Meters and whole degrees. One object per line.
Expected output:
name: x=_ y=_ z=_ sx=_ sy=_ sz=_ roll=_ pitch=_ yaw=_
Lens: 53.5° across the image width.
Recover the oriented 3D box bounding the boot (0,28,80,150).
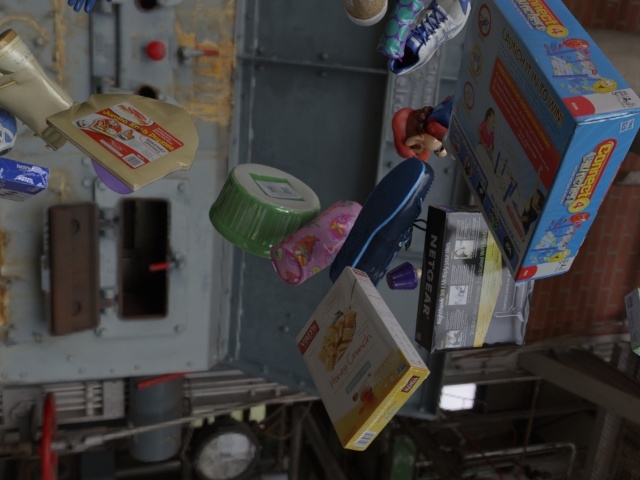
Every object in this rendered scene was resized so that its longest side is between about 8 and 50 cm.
boot: x=-0.542 y=-0.242 z=1.137 sx=0.262 sy=0.203 sz=0.095 roll=-15 pitch=-140 yaw=38

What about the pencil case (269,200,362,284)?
pencil case: x=0.000 y=0.000 z=1.621 sx=0.124 sy=0.284 sz=0.124 roll=26 pitch=-45 yaw=29

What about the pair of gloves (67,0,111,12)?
pair of gloves: x=-0.421 y=-0.483 z=1.100 sx=0.159 sy=0.198 sz=0.023 roll=-44 pitch=-113 yaw=16

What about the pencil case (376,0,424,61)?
pencil case: x=0.193 y=-0.514 z=1.526 sx=0.064 sy=0.070 sz=0.152 roll=-57 pitch=170 yaw=-71

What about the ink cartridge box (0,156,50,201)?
ink cartridge box: x=-0.654 y=-0.126 z=1.348 sx=0.207 sy=0.097 sz=0.046 roll=-9 pitch=-107 yaw=52

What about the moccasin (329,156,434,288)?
moccasin: x=0.145 y=-0.025 z=1.392 sx=0.342 sy=0.116 sz=0.138 roll=-55 pitch=-150 yaw=21

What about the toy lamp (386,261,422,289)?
toy lamp: x=0.309 y=0.075 z=1.709 sx=0.080 sy=0.274 sz=0.080 roll=164 pitch=-90 yaw=-77

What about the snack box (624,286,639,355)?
snack box: x=0.611 y=0.166 z=1.161 sx=0.037 sy=0.100 sz=0.141 roll=-51 pitch=-169 yaw=41

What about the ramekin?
ramekin: x=-0.147 y=-0.091 z=1.787 sx=0.148 sy=0.303 sz=0.303 roll=-64 pitch=-151 yaw=25

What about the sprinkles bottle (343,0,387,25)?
sprinkles bottle: x=0.103 y=-0.675 z=1.638 sx=0.355 sy=0.121 sz=0.121 roll=14 pitch=74 yaw=-80

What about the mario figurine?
mario figurine: x=0.300 y=-0.253 z=1.415 sx=0.320 sy=0.198 sz=0.170 roll=-22 pitch=-97 yaw=50

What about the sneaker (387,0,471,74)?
sneaker: x=0.292 y=-0.556 z=1.718 sx=0.112 sy=0.131 sz=0.296 roll=42 pitch=-43 yaw=5

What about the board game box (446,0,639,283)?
board game box: x=0.282 y=-0.155 z=0.880 sx=0.302 sy=0.086 sz=0.308 roll=89 pitch=-11 yaw=-52

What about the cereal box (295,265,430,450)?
cereal box: x=0.054 y=0.178 z=0.998 sx=0.173 sy=0.047 sz=0.240 roll=-56 pitch=-143 yaw=19

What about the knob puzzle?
knob puzzle: x=-0.265 y=-0.153 z=0.930 sx=0.213 sy=0.213 sz=0.030 roll=-108 pitch=-148 yaw=-41

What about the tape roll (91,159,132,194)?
tape roll: x=-0.589 y=-0.239 z=1.910 sx=0.080 sy=0.189 sz=0.189 roll=-22 pitch=-117 yaw=24

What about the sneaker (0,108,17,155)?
sneaker: x=-0.570 y=-0.184 z=1.065 sx=0.211 sy=0.080 sz=0.081 roll=-85 pitch=-163 yaw=-60

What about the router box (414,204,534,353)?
router box: x=0.340 y=0.080 z=1.370 sx=0.081 sy=0.242 sz=0.309 roll=-146 pitch=-122 yaw=-66
